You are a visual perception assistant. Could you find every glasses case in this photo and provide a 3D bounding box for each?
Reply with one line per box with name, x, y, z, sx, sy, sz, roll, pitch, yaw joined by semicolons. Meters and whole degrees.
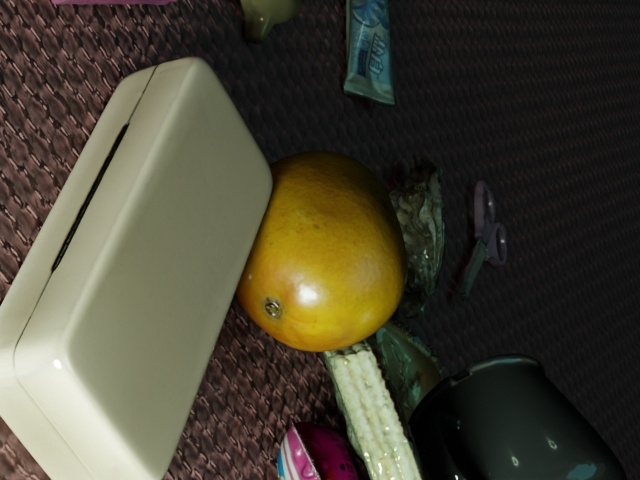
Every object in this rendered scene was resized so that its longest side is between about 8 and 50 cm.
glasses case;-0.129;0.017;1.124;0.144;0.076;0.336;61;31;-32

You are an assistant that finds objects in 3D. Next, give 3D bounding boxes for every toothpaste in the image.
toothpaste;0.046;-0.272;1.642;0.069;0.047;0.268;42;46;-69

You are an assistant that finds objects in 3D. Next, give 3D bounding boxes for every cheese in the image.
cheese;0.020;0.234;1.325;0.155;0.062;0.244;62;-1;38

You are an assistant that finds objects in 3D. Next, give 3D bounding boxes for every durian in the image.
durian;0.083;0.125;1.563;0.066;0.052;0.130;-22;98;-25

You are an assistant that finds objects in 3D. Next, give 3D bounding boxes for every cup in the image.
cup;0.159;0.197;1.399;0.223;0.169;0.176;25;31;-47

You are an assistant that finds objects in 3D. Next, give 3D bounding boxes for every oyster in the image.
oyster;0.102;-0.010;1.626;0.177;0.064;0.125;-82;164;-54

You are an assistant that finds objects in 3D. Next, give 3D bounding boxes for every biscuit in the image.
biscuit;0.043;0.149;1.327;0.252;0.052;0.150;-121;-169;-77

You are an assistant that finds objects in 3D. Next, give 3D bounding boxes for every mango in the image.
mango;-0.006;0.000;1.307;0.221;0.151;0.120;-99;-159;-52

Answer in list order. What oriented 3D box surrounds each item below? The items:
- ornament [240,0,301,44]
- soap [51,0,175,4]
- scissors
ornament;-0.048;-0.324;1.420;0.230;0.061;0.245;60;43;-46
soap;-0.161;-0.264;1.156;0.250;0.099;0.162;-14;92;-64
scissors;0.182;0.015;1.811;0.110;0.021;0.212;70;27;-23
